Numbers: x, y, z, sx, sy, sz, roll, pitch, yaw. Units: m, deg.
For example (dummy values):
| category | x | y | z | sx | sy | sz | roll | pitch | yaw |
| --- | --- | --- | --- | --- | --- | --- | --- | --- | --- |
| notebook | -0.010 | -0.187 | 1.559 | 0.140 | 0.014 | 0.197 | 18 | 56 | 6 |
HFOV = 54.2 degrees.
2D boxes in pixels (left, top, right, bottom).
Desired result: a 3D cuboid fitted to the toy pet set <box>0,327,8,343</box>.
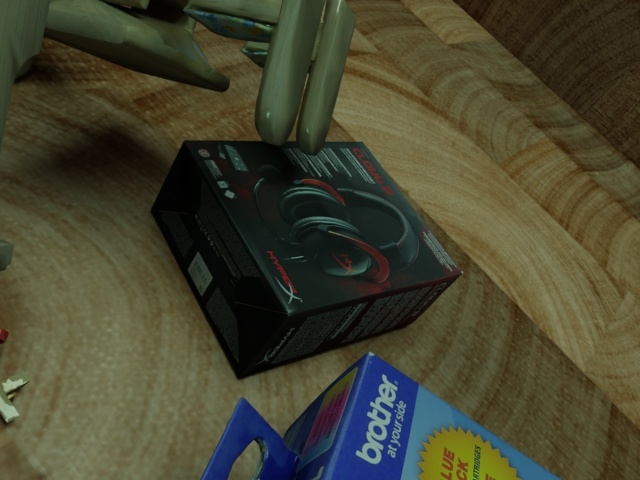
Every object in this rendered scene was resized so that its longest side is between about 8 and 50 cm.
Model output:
| category | x | y | z | sx | sy | sz | roll | pitch | yaw |
| --- | --- | --- | --- | --- | --- | --- | --- | --- | --- |
| toy pet set | -0.275 | 0.060 | 0.407 | 0.114 | 0.122 | 0.065 | 5 | 51 | -15 |

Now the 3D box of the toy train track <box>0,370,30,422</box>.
| category | x | y | z | sx | sy | sz | roll | pitch | yaw |
| --- | --- | --- | --- | --- | --- | --- | --- | --- | --- |
| toy train track | -0.250 | 0.119 | 0.446 | 0.083 | 0.014 | 0.048 | -29 | 79 | -45 |

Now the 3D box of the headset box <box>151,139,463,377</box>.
| category | x | y | z | sx | sy | sz | roll | pitch | yaw |
| --- | --- | --- | --- | --- | --- | --- | --- | --- | --- |
| headset box | 0.000 | 0.000 | 0.692 | 0.293 | 0.110 | 0.218 | -7 | 55 | -43 |

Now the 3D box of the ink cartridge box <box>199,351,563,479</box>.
| category | x | y | z | sx | sy | sz | roll | pitch | yaw |
| --- | --- | --- | --- | --- | --- | --- | --- | --- | --- |
| ink cartridge box | 0.076 | 0.271 | 0.445 | 0.396 | 0.151 | 0.270 | 33 | 37 | -5 |

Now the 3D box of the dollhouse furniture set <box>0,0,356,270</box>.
| category | x | y | z | sx | sy | sz | roll | pitch | yaw |
| --- | --- | --- | --- | --- | --- | --- | --- | --- | --- |
| dollhouse furniture set | -0.203 | -0.135 | 0.495 | 0.363 | 0.256 | 0.394 | 16 | 7 | 10 |
